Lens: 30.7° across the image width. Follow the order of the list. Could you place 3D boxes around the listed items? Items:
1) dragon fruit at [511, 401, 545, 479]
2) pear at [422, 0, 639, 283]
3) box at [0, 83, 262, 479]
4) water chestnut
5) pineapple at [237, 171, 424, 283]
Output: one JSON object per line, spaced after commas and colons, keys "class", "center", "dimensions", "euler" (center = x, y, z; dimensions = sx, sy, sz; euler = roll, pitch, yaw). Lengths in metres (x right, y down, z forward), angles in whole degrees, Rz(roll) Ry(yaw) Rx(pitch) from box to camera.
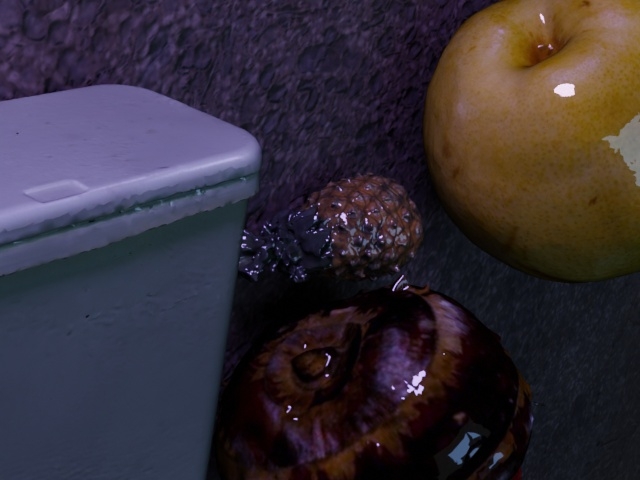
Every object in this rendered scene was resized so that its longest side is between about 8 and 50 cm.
{"class": "dragon fruit", "center": [0.144, 0.257, 1.282], "dimensions": [0.293, 0.234, 0.233], "euler": [-30, 134, -16]}
{"class": "pear", "center": [0.250, -0.104, 1.150], "dimensions": [0.314, 0.314, 0.314], "euler": [-29, 131, -39]}
{"class": "box", "center": [-0.226, 0.095, 0.785], "dimensions": [0.352, 0.177, 0.343], "euler": [-20, 128, -45]}
{"class": "water chestnut", "center": [0.059, 0.190, 1.084], "dimensions": [0.300, 0.300, 0.300], "euler": [-29, 131, -39]}
{"class": "pineapple", "center": [0.000, 0.000, 1.070], "dimensions": [0.198, 0.108, 0.108], "euler": [-15, 122, -37]}
